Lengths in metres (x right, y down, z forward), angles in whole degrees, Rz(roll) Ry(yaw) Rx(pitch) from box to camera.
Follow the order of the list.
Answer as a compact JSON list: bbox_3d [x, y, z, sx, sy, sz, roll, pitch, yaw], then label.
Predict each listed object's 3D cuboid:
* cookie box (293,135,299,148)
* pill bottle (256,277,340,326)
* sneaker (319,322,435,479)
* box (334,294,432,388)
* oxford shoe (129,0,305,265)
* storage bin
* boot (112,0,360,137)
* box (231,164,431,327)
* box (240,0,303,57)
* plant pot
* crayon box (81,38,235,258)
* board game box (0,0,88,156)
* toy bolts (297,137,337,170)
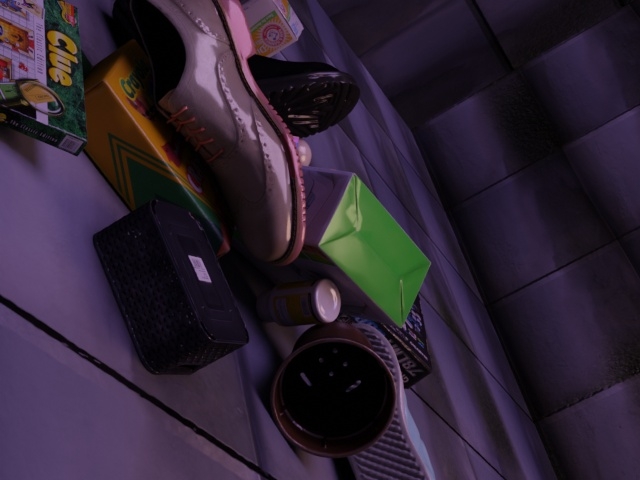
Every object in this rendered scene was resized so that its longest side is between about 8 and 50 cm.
[{"bbox_3d":[-0.101,-0.139,1.436,0.092,0.107,0.040,2,98,-45],"label":"cookie box"},{"bbox_3d":[-0.034,0.092,1.445,0.065,0.116,0.065,15,72,-53],"label":"pill bottle"},{"bbox_3d":[0.088,0.302,1.509,0.150,0.135,0.366,71,4,-51],"label":"sneaker"},{"bbox_3d":[0.085,0.093,1.887,0.295,0.073,0.293,44,19,-23],"label":"box"},{"bbox_3d":[-0.141,-0.145,1.285,0.146,0.140,0.397,-15,79,-43],"label":"oxford shoe"},{"bbox_3d":[-0.168,0.055,1.139,0.180,0.084,0.122,65,15,15],"label":"storage bin"},{"bbox_3d":[-0.128,-0.292,1.542,0.131,0.348,0.260,120,-43,-52],"label":"boot"},{"bbox_3d":[0.000,0.000,1.501,0.262,0.231,0.126,46,64,-46],"label":"box"},{"bbox_3d":[-0.144,-0.362,1.789,0.103,0.203,0.114,56,15,-16],"label":"box"},{"bbox_3d":[0.017,0.194,1.388,0.167,0.167,0.165,58,6,-9],"label":"plant pot"},{"bbox_3d":[-0.227,-0.132,1.304,0.318,0.081,0.202,54,16,-22],"label":"crayon box"},{"bbox_3d":[-0.332,-0.211,1.118,0.136,0.030,0.259,25,34,-37],"label":"board game box"},{"bbox_3d":[-0.072,-0.127,1.673,0.218,0.158,0.228,64,14,12],"label":"toy bolts"}]
